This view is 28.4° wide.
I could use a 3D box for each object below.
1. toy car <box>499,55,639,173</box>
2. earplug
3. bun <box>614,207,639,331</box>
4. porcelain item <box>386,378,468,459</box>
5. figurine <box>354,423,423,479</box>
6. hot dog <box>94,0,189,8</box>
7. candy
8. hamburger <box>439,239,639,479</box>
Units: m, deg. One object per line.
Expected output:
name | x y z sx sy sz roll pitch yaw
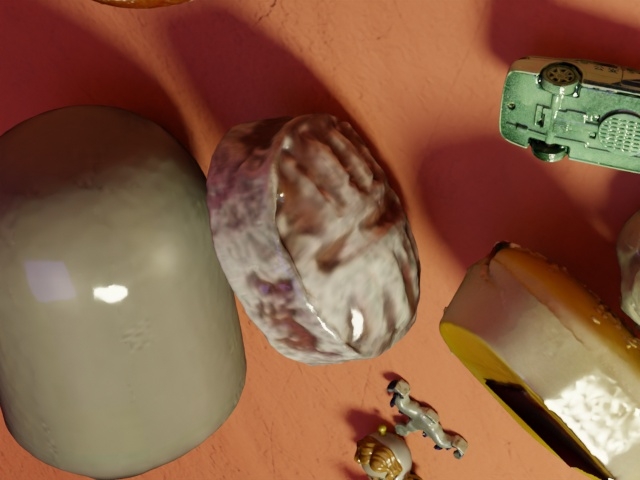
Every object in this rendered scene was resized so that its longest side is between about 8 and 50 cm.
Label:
toy car | 0.278 -0.114 1.155 0.224 0.076 0.090 13 133 13
earplug | -0.263 0.041 1.491 0.313 0.312 0.394 15 134 23
bun | 0.361 0.044 1.208 0.193 0.128 0.178 -8 124 42
porcelain item | 0.122 0.237 1.629 0.136 0.021 0.075 45 138 -10
figurine | 0.102 0.308 1.679 0.143 0.068 0.101 46 162 -13
hot dog | -0.170 -0.343 1.163 0.405 0.185 0.223 24 136 14
candy | 0.000 0.000 1.346 0.157 0.214 0.289 -9 119 38
hamburger | 0.258 0.126 1.294 0.295 0.151 0.227 49 172 -22
